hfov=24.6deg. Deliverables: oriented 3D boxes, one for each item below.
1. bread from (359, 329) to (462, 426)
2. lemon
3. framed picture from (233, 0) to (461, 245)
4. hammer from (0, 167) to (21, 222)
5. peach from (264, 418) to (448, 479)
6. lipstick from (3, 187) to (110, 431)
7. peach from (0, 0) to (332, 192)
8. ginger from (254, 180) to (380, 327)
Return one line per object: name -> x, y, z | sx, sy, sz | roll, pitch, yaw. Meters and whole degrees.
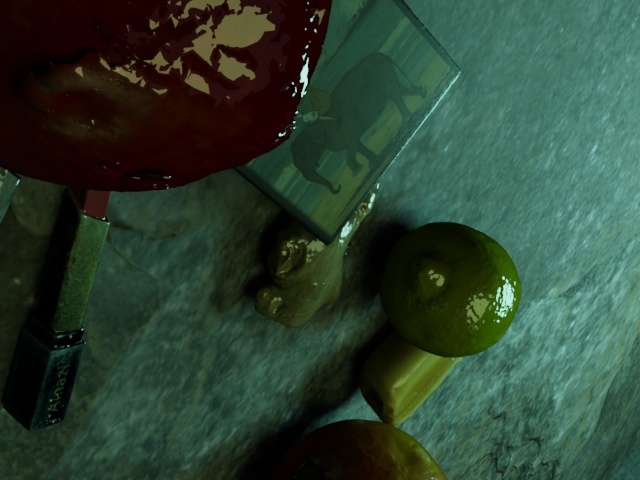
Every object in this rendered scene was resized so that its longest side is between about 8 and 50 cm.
bread -> 0.125, 0.172, 2.087 | 0.173, 0.085, 0.134 | -44, 152, -20
lemon -> 0.176, 0.067, 1.957 | 0.184, 0.184, 0.248 | -59, 154, 8
framed picture -> -0.002, -0.168, 1.579 | 0.265, 0.016, 0.347 | -52, 138, -3
hammer -> -0.320, 0.018, 1.362 | 0.152, 0.044, 0.427 | 4, 116, -55
peach -> 0.048, 0.363, 2.013 | 0.281, 0.281, 0.238 | 28, 60, -60
lipstick -> -0.253, 0.049, 1.472 | 0.051, 0.051, 0.312 | -10, 128, -48
peach -> -0.154, -0.191, 1.068 | 0.370, 0.370, 0.370 | -35, 145, -30
ginger -> -0.003, 0.001, 1.752 | 0.137, 0.074, 0.213 | -7, 130, -57
